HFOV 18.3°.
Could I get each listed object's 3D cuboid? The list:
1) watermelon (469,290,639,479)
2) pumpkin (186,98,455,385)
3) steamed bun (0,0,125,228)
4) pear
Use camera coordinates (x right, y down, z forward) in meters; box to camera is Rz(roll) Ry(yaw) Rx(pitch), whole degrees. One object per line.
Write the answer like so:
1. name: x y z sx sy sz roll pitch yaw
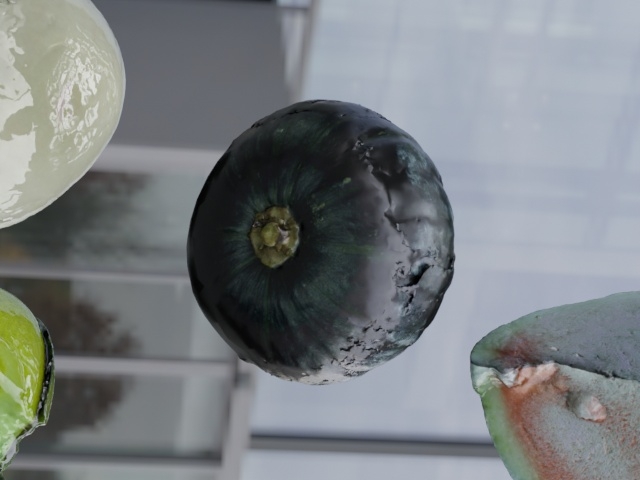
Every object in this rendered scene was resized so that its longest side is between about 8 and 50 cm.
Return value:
1. watermelon: 0.315 0.199 2.105 0.213 0.320 0.289 -6 -94 63
2. pumpkin: 0.000 0.000 1.618 0.233 0.163 0.233 -1 -92 36
3. steamed bun: -0.361 -0.173 1.973 0.233 0.312 0.334 72 25 -46
4. pear: -0.415 0.138 1.937 0.159 0.292 0.292 13 -79 56
